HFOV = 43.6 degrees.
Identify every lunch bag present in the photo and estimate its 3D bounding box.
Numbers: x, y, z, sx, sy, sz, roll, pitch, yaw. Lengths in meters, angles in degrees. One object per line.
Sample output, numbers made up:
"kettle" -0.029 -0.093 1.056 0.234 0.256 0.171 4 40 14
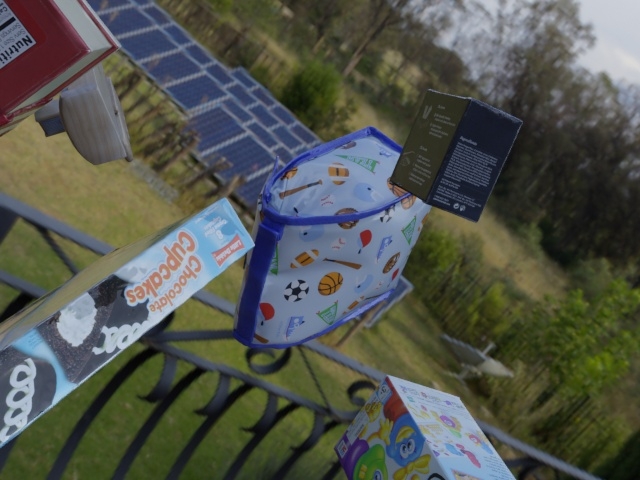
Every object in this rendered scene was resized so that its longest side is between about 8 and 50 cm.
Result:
"lunch bag" 0.000 0.000 1.495 0.239 0.327 0.385 36 42 24

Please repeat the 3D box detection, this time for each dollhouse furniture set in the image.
"dollhouse furniture set" -0.428 -0.157 1.059 0.286 0.304 0.198 85 -13 -60

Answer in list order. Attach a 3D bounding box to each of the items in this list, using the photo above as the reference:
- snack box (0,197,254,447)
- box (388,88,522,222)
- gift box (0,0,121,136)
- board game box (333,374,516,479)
"snack box" -0.219 0.079 0.668 0.322 0.187 0.060 -41 106 -46
"box" 0.192 -0.127 1.168 0.093 0.158 0.156 19 10 -20
"gift box" -0.335 -0.209 0.670 0.276 0.255 0.258 58 -1 -16
"board game box" 0.150 0.323 1.005 0.144 0.142 0.275 22 20 -30
